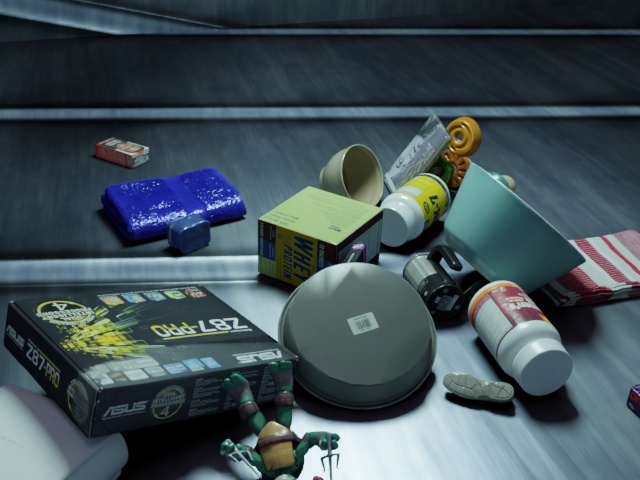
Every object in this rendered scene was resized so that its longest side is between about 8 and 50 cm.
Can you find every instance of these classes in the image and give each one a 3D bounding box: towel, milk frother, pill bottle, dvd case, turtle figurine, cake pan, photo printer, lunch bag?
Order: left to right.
[{"bbox_3d":[-0.473,0.354,1.223,0.256,0.107,0.307,16,32,24],"label":"photo printer"},{"bbox_3d":[-0.362,-0.099,2.079,0.308,0.076,0.227,-16,32,-28],"label":"towel"},{"bbox_3d":[-0.302,-0.021,1.947,0.098,0.067,0.065,-23,38,-39],"label":"lunch bag"},{"bbox_3d":[-0.070,0.307,1.294,0.175,0.118,0.234,-8,54,-16],"label":"turtle figurine"},{"bbox_3d":[0.070,0.159,1.529,0.293,0.054,0.293,3,55,-4],"label":"cake pan"},{"bbox_3d":[0.213,-0.071,2.007,0.119,0.119,0.208,18,34,28],"label":"pill bottle"},{"bbox_3d":[0.246,-0.209,2.182,0.018,0.221,0.164,28,21,-22],"label":"dvd case"},{"bbox_3d":[0.266,0.094,1.756,0.143,0.129,0.135,37,13,-31],"label":"milk frother"},{"bbox_3d":[0.367,0.178,1.562,0.121,0.121,0.221,-6,30,-13],"label":"pill bottle"},{"bbox_3d":[0.618,0.054,1.886,0.329,0.037,0.237,-7,29,-15],"label":"towel"}]

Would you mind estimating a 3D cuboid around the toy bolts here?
[{"bbox_3d":[0.407,-0.193,2.182,0.158,0.218,0.228,-11,48,-44],"label":"toy bolts"}]

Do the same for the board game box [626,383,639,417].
[{"bbox_3d":[0.733,0.293,1.450,0.347,0.056,0.208,-9,35,-18],"label":"board game box"}]

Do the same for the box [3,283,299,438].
[{"bbox_3d":[-0.286,0.188,1.444,0.395,0.097,0.318,-2,25,-43],"label":"box"}]

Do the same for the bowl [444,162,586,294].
[{"bbox_3d":[0.380,-0.001,1.770,0.311,0.163,0.311,40,8,-6],"label":"bowl"}]

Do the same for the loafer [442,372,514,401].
[{"bbox_3d":[0.278,0.266,1.496,0.125,0.039,0.045,9,63,19],"label":"loafer"}]

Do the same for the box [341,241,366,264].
[{"bbox_3d":[0.060,0.091,1.711,0.029,0.116,0.162,6,29,17],"label":"box"}]

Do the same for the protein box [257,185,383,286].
[{"bbox_3d":[0.000,0.000,1.852,0.200,0.136,0.201,18,33,27],"label":"protein box"}]

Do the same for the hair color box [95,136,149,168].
[{"bbox_3d":[-0.554,-0.247,2.370,0.141,0.043,0.072,18,32,27],"label":"hair color box"}]

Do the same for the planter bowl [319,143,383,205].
[{"bbox_3d":[0.066,-0.152,2.134,0.109,0.162,0.162,-10,17,41],"label":"planter bowl"}]
